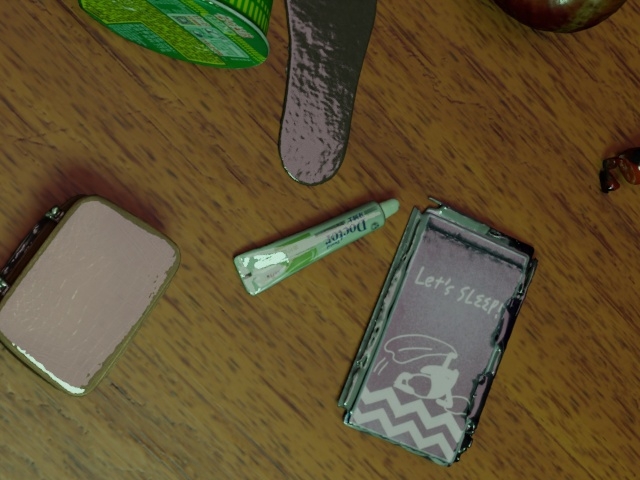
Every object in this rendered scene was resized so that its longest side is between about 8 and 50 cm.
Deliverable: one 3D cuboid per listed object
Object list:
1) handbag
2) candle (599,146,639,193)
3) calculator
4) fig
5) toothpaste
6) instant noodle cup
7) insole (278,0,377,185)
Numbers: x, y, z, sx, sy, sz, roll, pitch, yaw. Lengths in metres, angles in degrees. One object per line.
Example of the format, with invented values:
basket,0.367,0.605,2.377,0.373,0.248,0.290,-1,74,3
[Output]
handbag,-0.249,0.051,1.643,0.151,0.072,0.193,36,81,-16
candle,0.482,-0.119,1.910,0.329,0.051,0.048,-16,98,-19
calculator,0.134,0.103,1.802,0.165,0.028,0.274,25,80,-15
fig,0.267,-0.332,1.775,0.205,0.205,0.205,0,90,-19
toothpaste,0.000,0.000,1.752,0.197,0.029,0.048,-25,98,-15
instant noodle cup,-0.121,-0.322,1.633,0.207,0.207,0.233,20,77,-19
insole,0.006,-0.222,1.764,0.111,0.007,0.328,7,88,-18
